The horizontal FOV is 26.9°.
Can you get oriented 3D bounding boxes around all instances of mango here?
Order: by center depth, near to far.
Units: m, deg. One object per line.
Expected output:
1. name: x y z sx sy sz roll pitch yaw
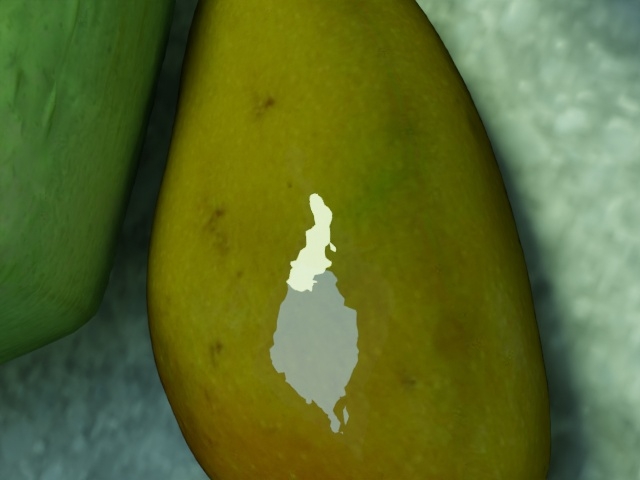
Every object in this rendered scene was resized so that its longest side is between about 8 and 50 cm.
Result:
1. mango: 0.000 0.000 0.484 0.138 0.113 0.253 -21 72 24

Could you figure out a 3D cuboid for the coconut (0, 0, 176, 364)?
1. coconut: -0.196 -0.067 0.505 0.328 0.281 0.328 -14 68 39
